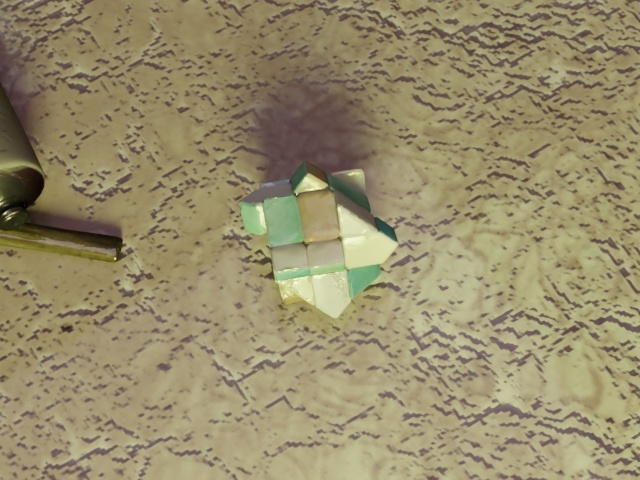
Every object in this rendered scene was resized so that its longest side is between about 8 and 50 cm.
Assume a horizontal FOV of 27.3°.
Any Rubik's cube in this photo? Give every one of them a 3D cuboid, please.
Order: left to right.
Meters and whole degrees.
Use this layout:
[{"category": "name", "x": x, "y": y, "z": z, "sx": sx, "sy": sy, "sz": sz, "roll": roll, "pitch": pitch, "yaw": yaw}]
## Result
[{"category": "Rubik's cube", "x": 0.001, "y": -0.002, "z": 0.738, "sx": 0.075, "sy": 0.073, "sz": 0.084, "roll": -26, "pitch": 72, "yaw": -8}]

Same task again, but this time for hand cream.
[{"category": "hand cream", "x": -0.216, "y": -0.082, "z": 0.766, "sx": 0.087, "sy": 0.054, "sz": 0.186, "roll": -14, "pitch": 61, "yaw": -36}]

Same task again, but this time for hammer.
[{"category": "hammer", "x": -0.206, "y": -0.010, "z": 0.770, "sx": 0.182, "sy": 0.017, "sz": 0.062, "roll": 8, "pitch": 72, "yaw": 1}]
